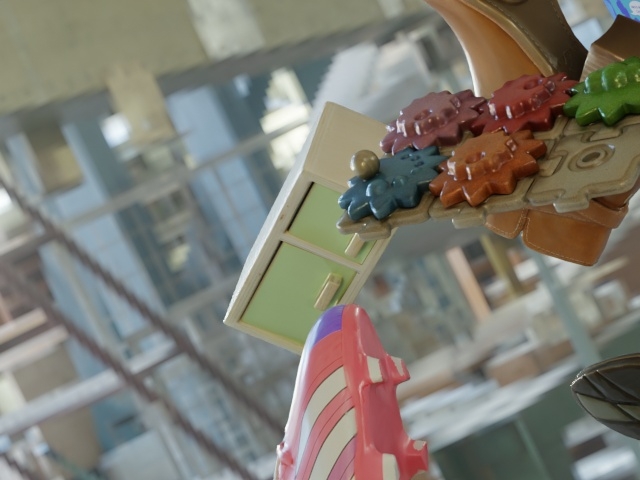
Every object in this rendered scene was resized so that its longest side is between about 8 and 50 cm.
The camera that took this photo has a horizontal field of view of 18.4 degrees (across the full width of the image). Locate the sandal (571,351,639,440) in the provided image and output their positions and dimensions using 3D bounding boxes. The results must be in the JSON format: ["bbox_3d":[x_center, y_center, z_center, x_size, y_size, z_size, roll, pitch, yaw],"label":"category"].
[{"bbox_3d":[0.296,0.094,1.522,0.219,0.090,0.060,-29,20,36],"label":"sandal"}]

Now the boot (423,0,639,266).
[{"bbox_3d":[0.157,-0.122,1.659,0.109,0.283,0.220,-43,-25,-46],"label":"boot"}]

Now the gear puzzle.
[{"bbox_3d":[0.168,-0.081,1.382,0.339,0.044,0.175,-9,31,34],"label":"gear puzzle"}]

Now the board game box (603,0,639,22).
[{"bbox_3d":[0.281,-0.221,1.626,0.047,0.210,0.160,-39,22,-14],"label":"board game box"}]

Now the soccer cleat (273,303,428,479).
[{"bbox_3d":[-0.001,0.154,0.886,0.095,0.248,0.083,-6,-3,15],"label":"soccer cleat"}]

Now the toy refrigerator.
[{"bbox_3d":[0.000,0.000,1.822,0.269,0.102,0.094,120,172,-52],"label":"toy refrigerator"}]
